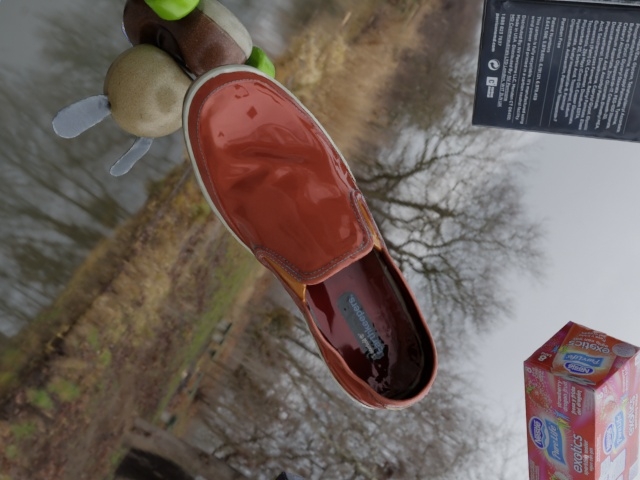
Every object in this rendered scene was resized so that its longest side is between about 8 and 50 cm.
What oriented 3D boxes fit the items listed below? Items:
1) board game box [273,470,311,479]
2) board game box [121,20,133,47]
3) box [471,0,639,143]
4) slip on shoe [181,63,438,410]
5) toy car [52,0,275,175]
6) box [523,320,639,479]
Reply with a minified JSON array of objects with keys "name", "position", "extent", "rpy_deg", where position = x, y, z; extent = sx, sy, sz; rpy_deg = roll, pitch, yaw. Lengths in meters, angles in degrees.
[{"name":"board game box","position":[-0.032,0.386,0.991],"extent":[0.141,0.170,0.048],"rpy_deg":[-46,-139,10]},{"name":"board game box","position":[-0.204,-0.242,1.030],"extent":[0.033,0.169,0.133],"rpy_deg":[-34,173,11]},{"name":"box","position":[0.595,-0.444,1.635],"extent":[0.480,0.471,0.298],"rpy_deg":[-64,157,-55]},{"name":"slip on shoe","position":[0.000,0.000,0.620],"extent":[0.123,0.331,0.101],"rpy_deg":[-32,-172,-13]},{"name":"toy car","position":[-0.166,-0.155,0.717],"extent":[0.188,0.149,0.155],"rpy_deg":[-53,142,-4]},{"name":"box","position":[0.394,0.270,1.125],"extent":[0.128,0.122,0.257],"rpy_deg":[-30,123,-32]}]
